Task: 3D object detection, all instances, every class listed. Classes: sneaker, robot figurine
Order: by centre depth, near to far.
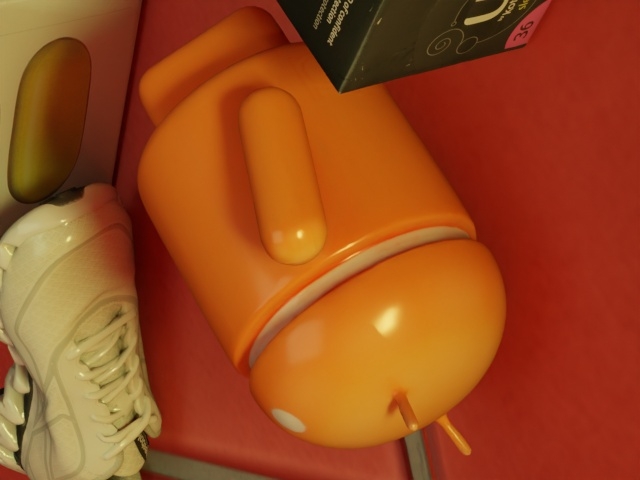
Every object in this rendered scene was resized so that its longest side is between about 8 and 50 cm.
[{"bbox_3d":[-0.001,0.000,0.740,0.219,0.128,0.158,58,145,22],"label":"robot figurine"},{"bbox_3d":[-0.146,0.079,1.044,0.118,0.110,0.292,46,148,25],"label":"sneaker"}]

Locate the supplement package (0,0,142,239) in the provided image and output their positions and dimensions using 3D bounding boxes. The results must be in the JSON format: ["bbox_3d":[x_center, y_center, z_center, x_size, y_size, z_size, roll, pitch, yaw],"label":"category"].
[{"bbox_3d":[-0.255,-0.099,1.022,0.198,0.199,0.262,50,142,32],"label":"supplement package"}]

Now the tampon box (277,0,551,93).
[{"bbox_3d":[0.025,-0.162,0.647,0.161,0.101,0.120,57,146,23],"label":"tampon box"}]
